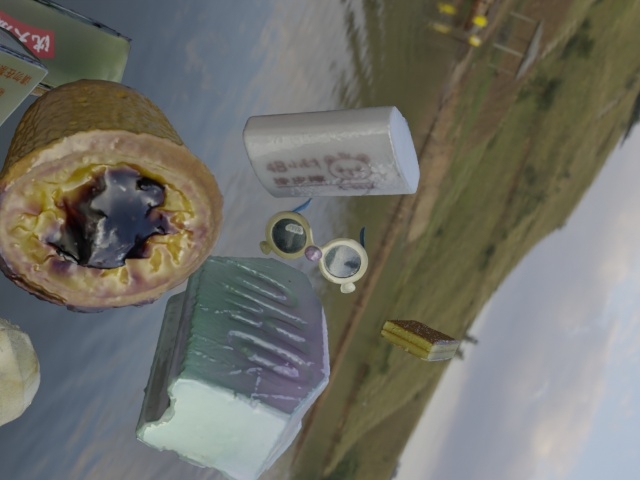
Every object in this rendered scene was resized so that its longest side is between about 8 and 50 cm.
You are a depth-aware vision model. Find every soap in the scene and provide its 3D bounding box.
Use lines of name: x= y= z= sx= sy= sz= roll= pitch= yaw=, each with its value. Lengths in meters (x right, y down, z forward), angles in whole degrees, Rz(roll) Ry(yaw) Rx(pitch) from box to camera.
soap: x=-0.125 y=0.180 z=1.436 sx=0.156 sy=0.261 sz=0.446 roll=-59 pitch=-165 yaw=23

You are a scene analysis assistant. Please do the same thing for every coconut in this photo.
coconut: x=-0.510 y=0.192 z=1.267 sx=0.194 sy=0.194 sz=0.194 roll=23 pitch=90 yaw=-84

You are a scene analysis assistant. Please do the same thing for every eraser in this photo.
eraser: x=0.020 y=-0.148 z=1.530 sx=0.174 sy=0.270 sz=0.094 roll=63 pitch=35 yaw=-46

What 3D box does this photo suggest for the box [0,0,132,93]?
box: x=-0.584 y=-0.352 z=1.496 sx=0.373 sy=0.420 sz=0.138 roll=17 pitch=90 yaw=-42

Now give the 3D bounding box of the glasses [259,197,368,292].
glasses: x=0.012 y=-0.025 z=1.592 sx=0.220 sy=0.190 sz=0.088 roll=-63 pitch=178 yaw=-58

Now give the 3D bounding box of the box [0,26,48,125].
box: x=-0.505 y=-0.146 z=1.087 sx=0.310 sy=0.084 sz=0.198 roll=-46 pitch=169 yaw=7

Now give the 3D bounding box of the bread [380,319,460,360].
bread: x=0.149 y=0.148 z=1.333 sx=0.094 sy=0.090 sz=0.035 roll=8 pitch=105 yaw=-57

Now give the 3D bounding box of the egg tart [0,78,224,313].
egg tart: x=-0.205 y=-0.047 z=0.844 sx=0.170 sy=0.215 sz=0.215 roll=-111 pitch=-148 yaw=-47
